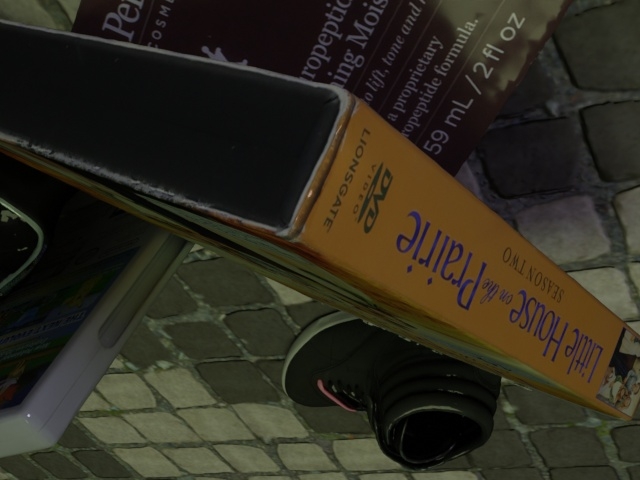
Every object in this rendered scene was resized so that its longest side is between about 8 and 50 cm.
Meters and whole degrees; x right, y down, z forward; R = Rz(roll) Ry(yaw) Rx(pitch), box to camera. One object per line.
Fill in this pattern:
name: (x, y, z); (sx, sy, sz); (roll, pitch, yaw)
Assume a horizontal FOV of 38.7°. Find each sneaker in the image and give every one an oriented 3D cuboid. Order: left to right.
sneaker: (0.051, 0.144, 0.852); (0.104, 0.147, 0.295); (37, 138, -26)

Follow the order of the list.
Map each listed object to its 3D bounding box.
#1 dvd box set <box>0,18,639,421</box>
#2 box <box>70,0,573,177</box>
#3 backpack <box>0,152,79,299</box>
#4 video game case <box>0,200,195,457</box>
dvd box set: (0.000, 0.000, 0.559); (0.307, 0.062, 0.420); (19, 174, 37)
box: (0.013, -0.162, 0.464); (0.203, 0.167, 0.168); (23, 128, -9)
backpack: (-0.318, -0.050, 0.713); (0.225, 0.191, 0.253); (35, 130, -18)
video game case: (-0.244, 0.066, 0.741); (0.329, 0.300, 0.036); (-18, 119, 35)
